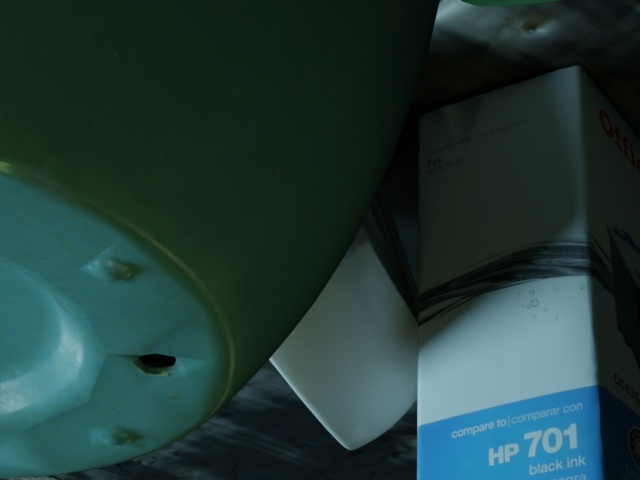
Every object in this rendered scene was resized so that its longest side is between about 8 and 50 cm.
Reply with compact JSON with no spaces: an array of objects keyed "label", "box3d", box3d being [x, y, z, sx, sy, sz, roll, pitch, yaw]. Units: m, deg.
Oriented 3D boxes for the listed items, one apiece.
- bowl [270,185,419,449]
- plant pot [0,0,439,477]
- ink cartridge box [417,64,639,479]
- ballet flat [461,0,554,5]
[{"label":"bowl","box3d":[0.000,0.000,0.654,0.053,0.142,0.142,-22,142,8]},{"label":"plant pot","box3d":[-0.099,-0.076,0.438,0.293,0.235,0.293,3,149,2]},{"label":"ink cartridge box","box3d":[0.104,0.048,0.657,0.082,0.191,0.139,-17,143,29]},{"label":"ballet flat","box3d":[0.138,-0.128,0.488,0.221,0.077,0.079,-7,129,10]}]
